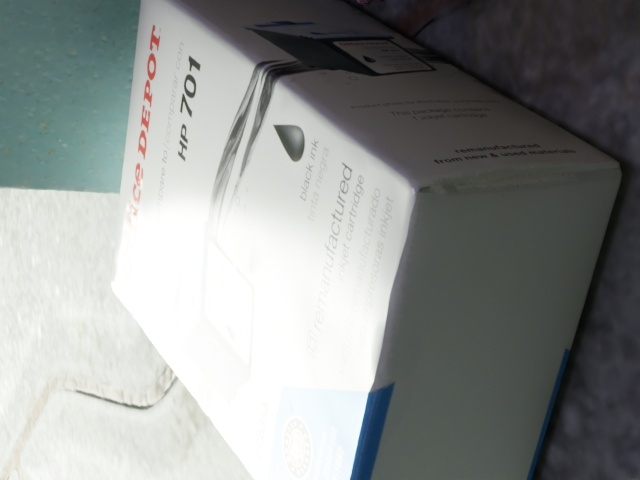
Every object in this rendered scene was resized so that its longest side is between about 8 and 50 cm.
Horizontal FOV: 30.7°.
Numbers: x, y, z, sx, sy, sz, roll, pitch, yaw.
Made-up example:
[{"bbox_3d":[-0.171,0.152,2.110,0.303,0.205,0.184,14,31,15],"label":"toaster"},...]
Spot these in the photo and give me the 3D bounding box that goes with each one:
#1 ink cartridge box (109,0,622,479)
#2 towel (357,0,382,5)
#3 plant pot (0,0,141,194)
[{"bbox_3d":[0.000,0.000,0.416,0.190,0.082,0.140,41,129,47],"label":"ink cartridge box"},{"bbox_3d":[0.071,-0.248,0.300,0.329,0.037,0.237,-41,58,52],"label":"towel"},{"bbox_3d":[-0.161,-0.190,0.501,0.247,0.247,0.252,52,132,46],"label":"plant pot"}]
